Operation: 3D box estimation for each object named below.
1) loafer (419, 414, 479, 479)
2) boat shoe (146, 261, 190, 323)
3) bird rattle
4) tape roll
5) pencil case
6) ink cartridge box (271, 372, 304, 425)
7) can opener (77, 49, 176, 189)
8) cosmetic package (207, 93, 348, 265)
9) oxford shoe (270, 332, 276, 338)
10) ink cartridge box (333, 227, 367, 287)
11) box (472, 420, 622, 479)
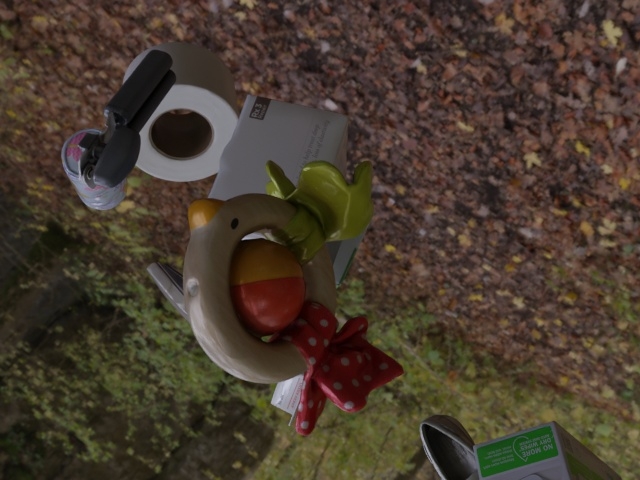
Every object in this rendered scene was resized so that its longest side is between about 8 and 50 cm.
[{"bbox_3d":[0.296,0.470,1.275,0.111,0.112,0.319,23,-160,-52],"label":"loafer"},{"bbox_3d":[-0.268,0.141,1.667,0.340,0.158,0.127,42,161,16],"label":"boat shoe"},{"bbox_3d":[-0.037,0.049,0.603,0.143,0.253,0.207,0,178,43],"label":"bird rattle"},{"bbox_3d":[-0.295,-0.269,1.419,0.246,0.246,0.169,68,-175,-47],"label":"tape roll"},{"bbox_3d":[-0.487,-0.151,1.476,0.113,0.124,0.273,54,165,2],"label":"pencil case"},{"bbox_3d":[-0.040,0.274,1.351,0.060,0.180,0.104,25,119,11],"label":"ink cartridge box"},{"bbox_3d":[-0.295,-0.192,1.085,0.095,0.283,0.076,17,147,11],"label":"can opener"},{"bbox_3d":[-0.056,-0.019,1.039,0.156,0.217,0.385,15,158,6],"label":"cosmetic package"},{"bbox_3d":[-0.012,0.342,1.804,0.364,0.132,0.130,23,161,48],"label":"oxford shoe"},{"bbox_3d":[0.020,0.019,1.350,0.087,0.153,0.208,25,168,-1],"label":"ink cartridge box"},{"bbox_3d":[0.333,0.398,0.877,0.127,0.231,0.262,-27,135,26],"label":"box"}]
